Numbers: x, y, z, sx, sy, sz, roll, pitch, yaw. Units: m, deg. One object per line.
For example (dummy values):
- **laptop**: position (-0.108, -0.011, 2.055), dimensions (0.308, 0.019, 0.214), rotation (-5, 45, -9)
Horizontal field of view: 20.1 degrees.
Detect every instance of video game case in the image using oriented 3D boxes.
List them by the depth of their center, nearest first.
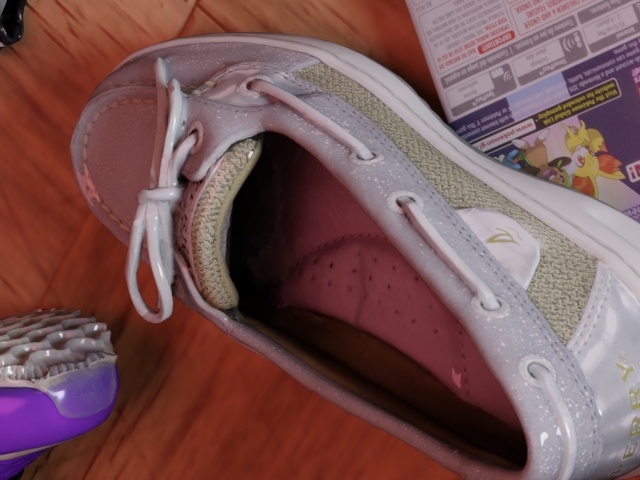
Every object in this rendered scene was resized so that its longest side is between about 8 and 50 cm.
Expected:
- **video game case**: position (0.134, -0.067, 0.652), dimensions (0.201, 0.023, 0.183), rotation (-23, 82, 34)

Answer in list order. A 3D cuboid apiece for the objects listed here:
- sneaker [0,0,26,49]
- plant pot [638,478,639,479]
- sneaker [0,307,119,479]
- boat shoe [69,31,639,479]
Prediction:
- **sneaker**: position (-0.161, -0.097, 0.851), dimensions (0.037, 0.032, 0.083), rotation (41, 118, 25)
- **plant pot**: position (0.189, 0.137, 0.551), dimensions (0.188, 0.187, 0.167), rotation (-31, 90, 34)
- **sneaker**: position (-0.190, 0.123, 0.868), dimensions (0.293, 0.102, 0.146), rotation (-15, 91, 41)
- **boat shoe**: position (0.000, 0.003, 0.687), dimensions (0.320, 0.103, 0.118), rotation (31, 122, 38)
